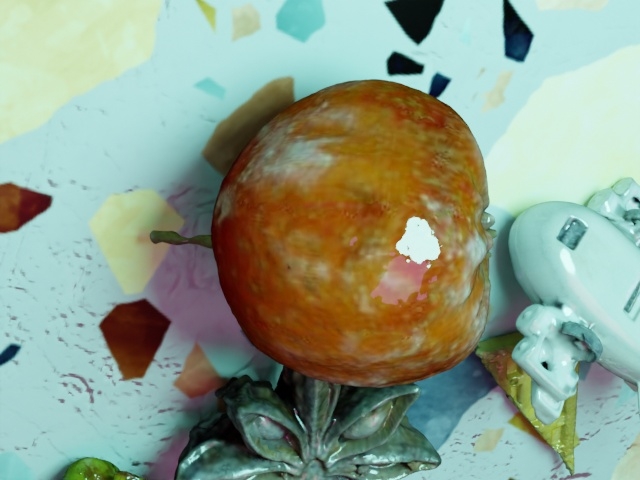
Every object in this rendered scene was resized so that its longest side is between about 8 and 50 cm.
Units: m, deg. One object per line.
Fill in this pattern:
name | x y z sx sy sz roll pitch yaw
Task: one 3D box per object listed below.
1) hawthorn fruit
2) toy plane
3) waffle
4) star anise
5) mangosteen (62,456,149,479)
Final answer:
hawthorn fruit | 0.000 0.000 0.968 0.272 0.242 0.242 -4 121 6
toy plane | 0.265 0.062 1.164 0.252 0.118 0.252 4 81 -31
waffle | 0.205 0.175 1.261 0.125 0.032 0.191 -14 119 -22
star anise | -0.016 0.174 1.111 0.223 0.109 0.236 21 121 -30
mangosteen | -0.171 0.278 1.057 0.166 0.166 0.180 -3 110 -25
